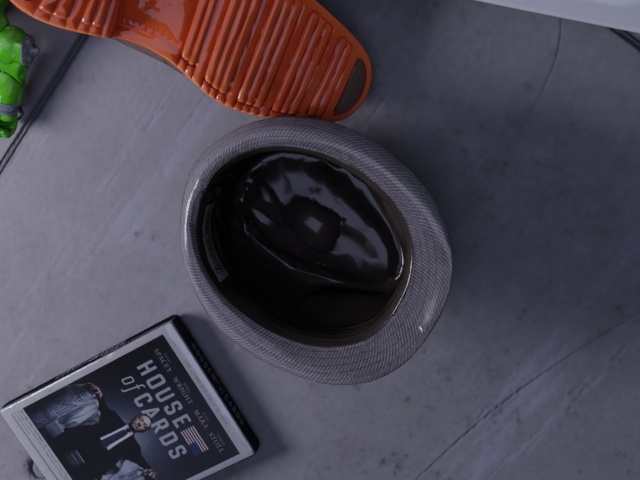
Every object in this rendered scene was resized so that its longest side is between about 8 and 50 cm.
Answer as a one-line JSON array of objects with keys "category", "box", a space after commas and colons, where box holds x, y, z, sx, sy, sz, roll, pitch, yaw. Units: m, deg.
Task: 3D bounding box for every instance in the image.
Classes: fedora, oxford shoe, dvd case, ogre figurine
[{"category": "fedora", "box": [0.000, 0.000, 1.070, 0.275, 0.124, 0.243, 26, 107, 8]}, {"category": "oxford shoe", "box": [-0.120, -0.219, 1.033, 0.364, 0.132, 0.130, 23, 102, -18]}, {"category": "dvd case", "box": [-0.214, 0.209, 1.217, 0.239, 0.029, 0.179, -28, 101, 16]}, {"category": "ogre figurine", "box": [-0.359, -0.201, 1.081, 0.118, 0.097, 0.197, -37, 87, 29]}]

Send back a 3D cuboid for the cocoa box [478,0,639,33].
[{"category": "cocoa box", "box": [0.151, -0.316, 0.894, 0.347, 0.231, 0.227, 12, 108, 5]}]
